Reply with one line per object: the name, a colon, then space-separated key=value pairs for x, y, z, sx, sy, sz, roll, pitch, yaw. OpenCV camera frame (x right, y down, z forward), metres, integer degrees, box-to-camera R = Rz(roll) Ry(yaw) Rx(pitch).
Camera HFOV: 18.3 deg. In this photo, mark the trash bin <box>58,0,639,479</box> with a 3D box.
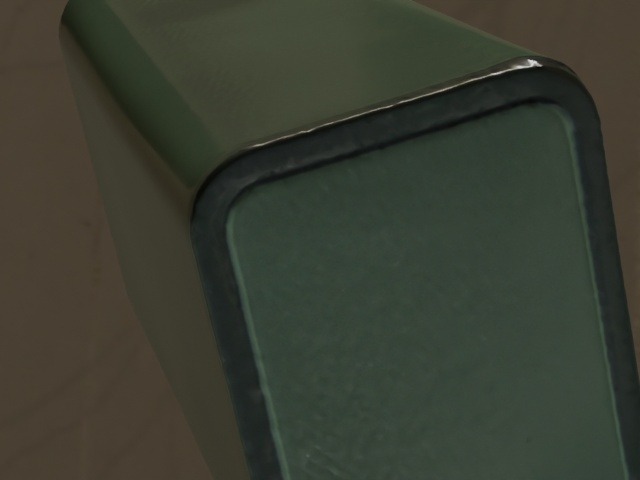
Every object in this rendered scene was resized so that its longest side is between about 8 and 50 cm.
trash bin: x=0.000 y=0.000 z=0.886 sx=0.158 sy=0.343 sz=0.223 roll=-17 pitch=-67 yaw=-10
